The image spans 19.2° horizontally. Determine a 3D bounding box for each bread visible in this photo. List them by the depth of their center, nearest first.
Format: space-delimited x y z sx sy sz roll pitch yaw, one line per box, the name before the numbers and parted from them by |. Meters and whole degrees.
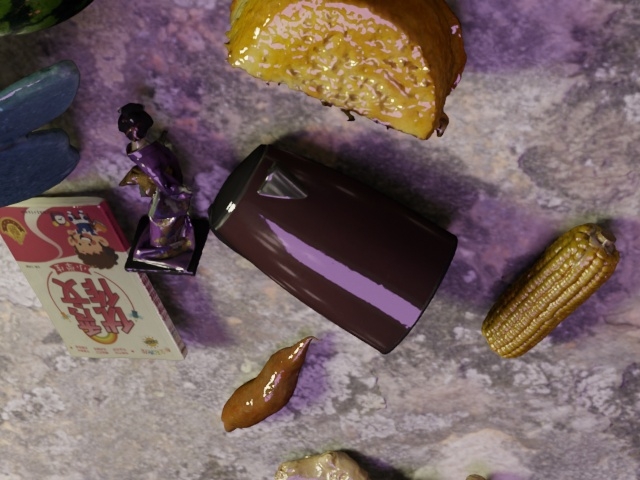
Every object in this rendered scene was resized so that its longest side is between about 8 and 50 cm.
bread | 0.033 -0.195 1.747 0.229 0.143 0.139 20 133 -7

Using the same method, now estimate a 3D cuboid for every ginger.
ginger | 0.074 0.316 2.239 0.259 0.065 0.149 5 134 6

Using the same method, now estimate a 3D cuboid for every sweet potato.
sweet potato | -0.054 0.163 2.142 0.056 0.056 0.195 31 126 -14

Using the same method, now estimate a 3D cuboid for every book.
book | -0.257 0.044 2.082 0.162 0.022 0.232 1 132 32

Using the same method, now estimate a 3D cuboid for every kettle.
kettle | 0.000 0.000 1.949 0.232 0.144 0.202 32 161 -7

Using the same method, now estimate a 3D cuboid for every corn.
corn | 0.238 0.052 1.965 0.068 0.068 0.207 30 133 -13

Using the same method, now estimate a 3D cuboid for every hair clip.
hair clip | -0.422 -0.106 1.805 0.238 0.392 0.318 48 150 4

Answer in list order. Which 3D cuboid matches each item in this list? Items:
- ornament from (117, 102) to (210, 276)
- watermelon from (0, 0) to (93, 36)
ornament | -0.168 -0.067 1.952 0.088 0.081 0.203 1 128 11
watermelon | -0.302 -0.313 1.629 0.285 0.285 0.285 7 131 8
